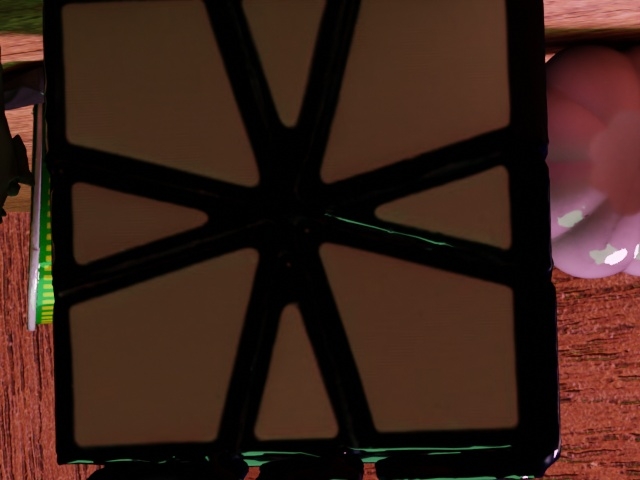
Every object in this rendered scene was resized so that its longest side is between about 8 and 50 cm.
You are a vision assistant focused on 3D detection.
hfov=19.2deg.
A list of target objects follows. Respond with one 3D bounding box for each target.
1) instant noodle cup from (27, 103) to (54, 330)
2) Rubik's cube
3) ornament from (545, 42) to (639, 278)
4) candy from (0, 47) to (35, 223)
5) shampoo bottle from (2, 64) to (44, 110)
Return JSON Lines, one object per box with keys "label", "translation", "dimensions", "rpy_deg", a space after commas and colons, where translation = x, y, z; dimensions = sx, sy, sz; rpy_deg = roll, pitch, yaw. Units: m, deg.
{"label": "instant noodle cup", "translation": [-0.132, -0.020, 1.620], "dimensions": [0.233, 0.207, 0.207], "rpy_deg": [1, 178, -10]}
{"label": "Rubik's cube", "translation": [-0.010, -0.004, 1.154], "dimensions": [0.288, 0.293, 0.283], "rpy_deg": [0, -179, 0]}
{"label": "ornament", "translation": [0.212, -0.058, 1.381], "dimensions": [0.177, 0.177, 0.177], "rpy_deg": [-1, 178, 0]}
{"label": "candy", "translation": [-0.284, -0.070, 1.107], "dimensions": [0.185, 0.137, 0.195], "rpy_deg": [-2, 180, 20]}
{"label": "shampoo bottle", "translation": [-0.214, -0.117, 1.434], "dimensions": [0.048, 0.027, 0.137], "rpy_deg": [-3, 179, -35]}
